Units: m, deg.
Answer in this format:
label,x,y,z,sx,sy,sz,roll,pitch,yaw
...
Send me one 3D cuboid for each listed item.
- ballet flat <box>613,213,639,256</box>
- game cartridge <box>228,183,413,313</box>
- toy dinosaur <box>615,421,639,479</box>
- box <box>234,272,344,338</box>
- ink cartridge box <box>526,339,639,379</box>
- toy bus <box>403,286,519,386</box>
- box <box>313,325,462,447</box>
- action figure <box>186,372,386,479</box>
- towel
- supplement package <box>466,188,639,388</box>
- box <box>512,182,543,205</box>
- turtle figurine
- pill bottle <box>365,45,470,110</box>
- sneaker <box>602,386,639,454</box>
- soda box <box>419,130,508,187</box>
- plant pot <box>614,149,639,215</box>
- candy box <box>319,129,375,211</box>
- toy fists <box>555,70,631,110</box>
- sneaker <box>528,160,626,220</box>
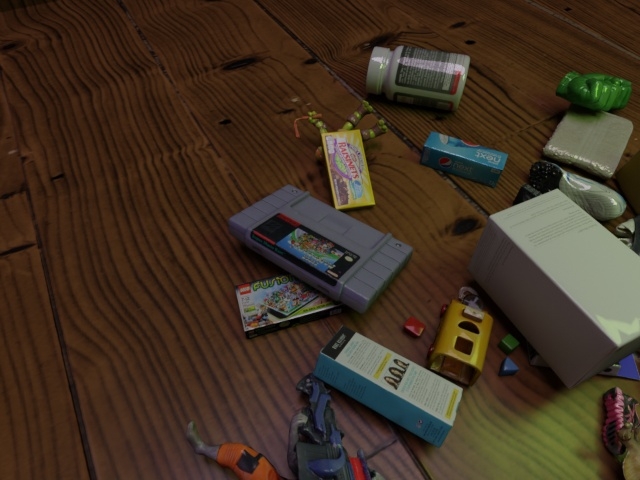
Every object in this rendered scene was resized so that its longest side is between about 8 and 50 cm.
label,x,y,z,sx,sy,sz,roll,pitch,yaw
ballet flat,0.709,-0.001,0.996,0.074,0.074,0.203,23,58,17
game cartridge,0.000,0.000,0.958,0.355,0.068,0.230,29,36,20
toy dinosaur,0.529,0.374,0.708,0.092,0.053,0.183,-17,82,-21
box,-0.066,0.122,0.910,0.206,0.036,0.114,-14,53,-11
ink cartridge box,0.519,0.162,0.880,0.208,0.045,0.206,7,51,4
toy bus,0.278,0.168,0.834,0.190,0.104,0.202,-17,54,-14
box,0.118,0.251,0.773,0.244,0.060,0.100,25,29,18
action figure,-0.052,0.368,0.680,0.330,0.179,0.341,7,22,-3
towel,0.758,-0.287,1.235,0.187,0.049,0.282,29,56,23
supplement package,0.447,0.081,0.803,0.177,0.175,0.293,-20,53,-16
box,0.518,-0.091,1.064,0.018,0.067,0.083,-31,59,-22
turtle figurine,0.071,-0.265,1.185,0.217,0.087,0.269,-35,71,-8
pill bottle,0.291,-0.497,1.323,0.283,0.161,0.161,14,53,9
sneaker,0.531,0.319,0.760,0.057,0.047,0.119,27,57,5
soda box,0.379,-0.218,1.164,0.210,0.067,0.071,22,55,15
plant pot,0.871,-0.126,1.020,0.212,0.212,0.187,6,64,4
candy box,0.067,-0.178,1.100,0.105,0.027,0.206,-8,78,-12
toy fists,0.819,-0.441,1.281,0.279,0.096,0.142,-16,46,-40
sneaker,0.637,-0.126,1.095,0.086,0.085,0.237,-14,44,-45
